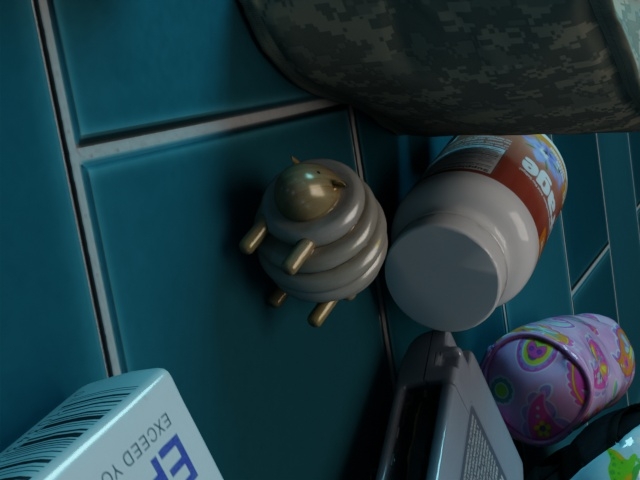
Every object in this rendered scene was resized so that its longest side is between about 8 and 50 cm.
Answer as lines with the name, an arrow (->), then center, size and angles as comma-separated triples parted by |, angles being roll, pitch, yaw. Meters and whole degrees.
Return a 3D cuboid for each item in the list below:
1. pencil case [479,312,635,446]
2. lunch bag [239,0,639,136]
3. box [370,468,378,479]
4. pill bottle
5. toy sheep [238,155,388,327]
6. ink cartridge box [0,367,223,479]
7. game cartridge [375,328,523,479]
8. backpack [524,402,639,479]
pencil case -> 0.264, 0.146, 1.087 | 0.284, 0.124, 0.124 | -3, 88, -63
lunch bag -> 0.109, -0.169, 0.687 | 0.287, 0.235, 0.169 | 9, 83, -64
box -> 0.075, 0.237, 0.782 | 0.137, 0.027, 0.094 | 38, 52, -56
pill bottle -> 0.131, -0.015, 0.833 | 0.216, 0.121, 0.121 | -49, 128, -56
toy sheep -> 0.000, 0.000, 0.614 | 0.132, 0.091, 0.091 | 72, 26, -54
ink cartridge box -> -0.084, 0.262, 0.337 | 0.330, 0.071, 0.324 | 63, 31, -11
game cartridge -> 0.095, 0.236, 0.720 | 0.297, 0.062, 0.198 | -70, 145, -48
backpack -> 0.318, 0.284, 0.995 | 0.355, 0.290, 0.273 | 25, 32, -50
